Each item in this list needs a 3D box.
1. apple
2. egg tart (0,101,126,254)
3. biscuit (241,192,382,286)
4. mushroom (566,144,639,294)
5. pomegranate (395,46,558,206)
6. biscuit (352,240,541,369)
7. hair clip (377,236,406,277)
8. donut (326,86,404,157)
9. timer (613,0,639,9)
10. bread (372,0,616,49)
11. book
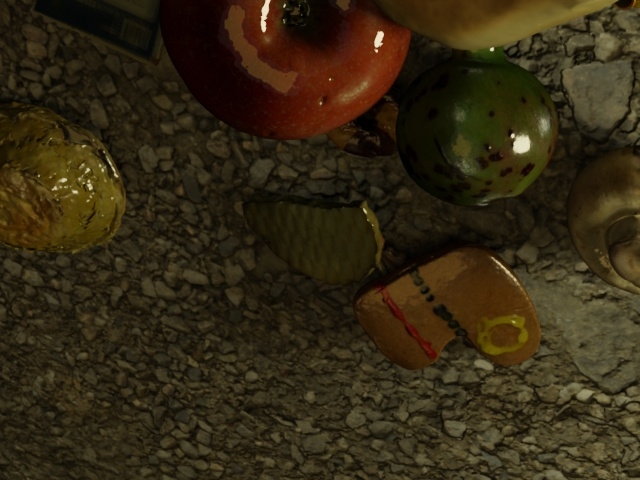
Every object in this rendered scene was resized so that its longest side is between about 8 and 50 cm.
[{"bbox_3d":[-0.047,-0.308,1.629,0.348,0.277,0.348,-2,101,-8],"label":"apple"},{"bbox_3d":[-0.512,-0.087,2.077,0.341,0.132,0.341,9,126,12],"label":"egg tart"},{"bbox_3d":[0.000,0.000,1.978,0.273,0.036,0.187,7,131,37],"label":"biscuit"},{"bbox_3d":[0.480,-0.032,1.733,0.255,0.184,0.255,19,140,16],"label":"mushroom"},{"bbox_3d":[0.214,-0.194,1.671,0.242,0.242,0.306,-3,123,22],"label":"pomegranate"},{"bbox_3d":[0.218,0.138,1.979,0.277,0.052,0.262,-24,115,14],"label":"biscuit"},{"bbox_3d":[0.090,0.010,1.985,0.214,0.056,0.062,52,152,-13],"label":"hair clip"},{"bbox_3d":[0.076,-0.195,1.835,0.140,0.059,0.140,9,127,13],"label":"donut"},{"bbox_3d":[0.442,-0.366,1.574,0.107,0.109,0.107,27,129,38],"label":"timer"},{"bbox_3d":[0.223,-0.414,1.395,0.348,0.253,0.376,46,150,-19],"label":"bread"},{"bbox_3d":[-0.317,-0.444,1.823,0.228,0.018,0.322,25,129,0],"label":"book"}]
